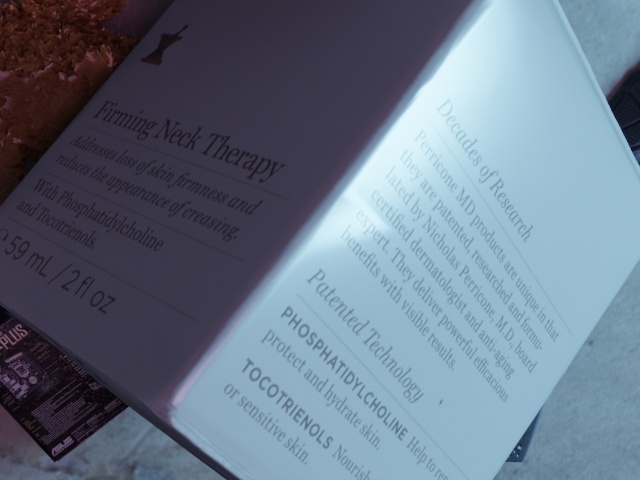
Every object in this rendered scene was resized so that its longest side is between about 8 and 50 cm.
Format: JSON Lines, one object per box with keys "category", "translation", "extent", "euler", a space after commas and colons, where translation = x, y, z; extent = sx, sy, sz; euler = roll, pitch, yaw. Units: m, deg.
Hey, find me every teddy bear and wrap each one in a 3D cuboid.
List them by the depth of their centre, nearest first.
{"category": "teddy bear", "translation": [-0.238, -0.130, 0.976], "extent": [0.338, 0.113, 0.245], "euler": [-4, 116, -27]}

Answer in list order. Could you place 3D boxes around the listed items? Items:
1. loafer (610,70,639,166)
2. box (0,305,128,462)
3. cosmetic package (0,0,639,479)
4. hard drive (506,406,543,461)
{"category": "loafer", "translation": [0.434, -0.192, 1.210], "extent": [0.302, 0.109, 0.095], "euler": [-46, 136, 5]}
{"category": "box", "translation": [-0.230, 0.095, 1.054], "extent": [0.180, 0.077, 0.147], "euler": [-38, 116, -6]}
{"category": "cosmetic package", "translation": [0.000, 0.000, 0.896], "extent": [0.394, 0.329, 0.327], "euler": [-53, 131, -14]}
{"category": "hard drive", "translation": [0.181, 0.123, 1.231], "extent": [0.172, 0.054, 0.255], "euler": [5, 105, -22]}
